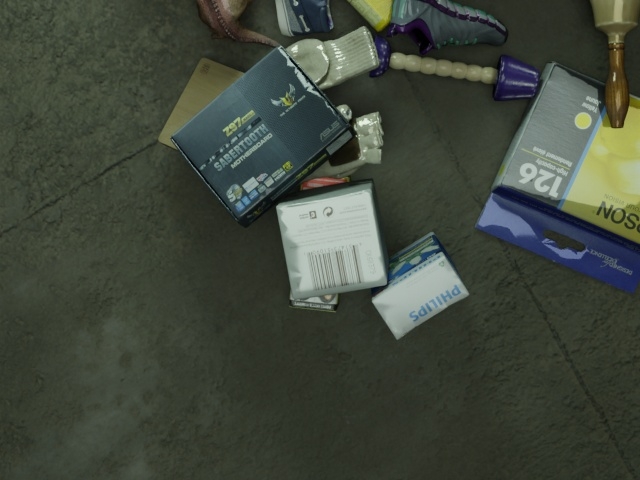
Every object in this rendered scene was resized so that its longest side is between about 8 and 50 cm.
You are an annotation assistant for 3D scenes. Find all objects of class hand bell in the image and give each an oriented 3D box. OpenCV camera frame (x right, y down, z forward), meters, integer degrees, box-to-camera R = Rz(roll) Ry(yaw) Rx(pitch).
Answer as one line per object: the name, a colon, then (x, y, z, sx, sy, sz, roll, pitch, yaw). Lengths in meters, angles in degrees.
hand bell: (0.472, -0.300, 1.818, 0.126, 0.126, 0.242, 1, 91, 2)

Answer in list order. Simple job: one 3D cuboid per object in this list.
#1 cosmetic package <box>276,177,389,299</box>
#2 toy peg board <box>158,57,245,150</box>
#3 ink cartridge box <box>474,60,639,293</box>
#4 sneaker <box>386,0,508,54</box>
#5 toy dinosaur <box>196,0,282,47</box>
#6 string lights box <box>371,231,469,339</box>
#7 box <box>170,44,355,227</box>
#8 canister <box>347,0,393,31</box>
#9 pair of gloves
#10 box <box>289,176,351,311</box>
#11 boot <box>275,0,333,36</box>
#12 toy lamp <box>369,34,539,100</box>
cosmetic package: (0.023, -0.006, 1.804, 0.151, 0.183, 0.151, -10, 98, 5)
toy peg board: (-0.155, -0.195, 1.885, 0.161, 0.079, 0.160, 25, 84, 25)
ink cartridge box: (0.458, -0.100, 1.896, 0.304, 0.072, 0.307, 22, 97, -2)
sneaker: (0.199, -0.333, 1.828, 0.224, 0.083, 0.098, 16, 87, -28)
toy dinosaur: (-0.170, -0.404, 1.796, 0.127, 0.200, 0.295, -29, 104, 4)
string lights box: (0.154, 0.068, 1.833, 0.133, 0.259, 0.076, -32, 96, 6)
box: (-0.090, -0.163, 1.779, 0.233, 0.059, 0.183, -39, 73, 1)
canister: (0.076, -0.439, 1.854, 0.126, 0.073, 0.170, -44, 96, 8)
pair of gloves: (0.004, -0.217, 1.852, 0.204, 0.042, 0.240, -10, 82, 26)
box: (0.000, 0.000, 1.929, 0.087, 0.058, 0.232, 7, 98, 2)
boot: (-0.033, -0.422, 1.836, 0.086, 0.069, 0.190, -1, 127, 17)
toy lamp: (0.220, -0.281, 1.873, 0.275, 0.080, 0.080, 11, 99, 3)
